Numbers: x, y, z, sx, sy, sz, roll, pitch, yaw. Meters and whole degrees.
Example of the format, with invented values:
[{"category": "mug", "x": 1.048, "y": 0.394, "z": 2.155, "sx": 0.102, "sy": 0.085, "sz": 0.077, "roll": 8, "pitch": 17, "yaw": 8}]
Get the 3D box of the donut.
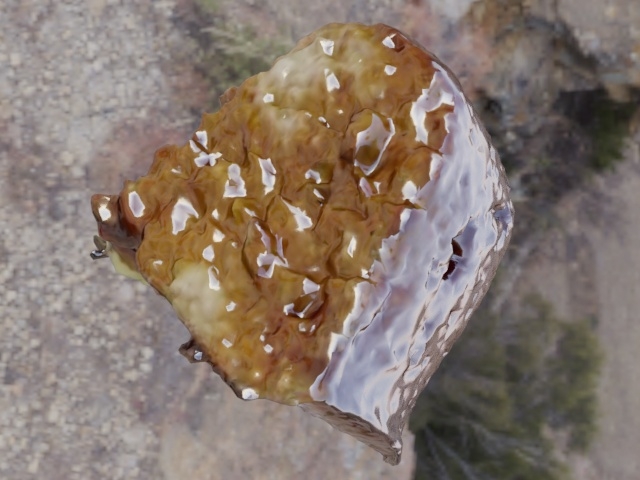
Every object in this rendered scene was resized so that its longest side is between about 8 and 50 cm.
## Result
[{"category": "donut", "x": 0.006, "y": 0.005, "z": 0.422, "sx": 0.126, "sy": 0.144, "sz": 0.186, "roll": -55, "pitch": 151, "yaw": -2}]
